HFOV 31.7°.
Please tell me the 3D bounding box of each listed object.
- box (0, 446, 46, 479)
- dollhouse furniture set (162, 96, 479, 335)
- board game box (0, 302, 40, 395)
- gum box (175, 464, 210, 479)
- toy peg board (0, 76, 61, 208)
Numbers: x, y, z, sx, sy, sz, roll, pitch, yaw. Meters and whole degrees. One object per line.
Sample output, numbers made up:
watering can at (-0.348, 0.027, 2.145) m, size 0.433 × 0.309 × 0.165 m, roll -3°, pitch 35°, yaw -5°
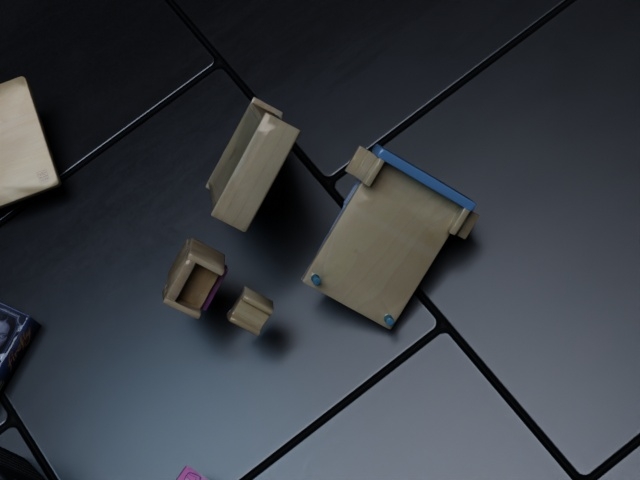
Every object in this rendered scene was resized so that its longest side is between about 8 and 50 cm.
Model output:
box at (-0.350, 0.448, 1.230) m, size 0.395 × 0.212 × 0.293 m, roll 39°, pitch 80°, yaw 23°
dollhouse furniture set at (0.000, 0.000, 1.427) m, size 0.303 × 0.198 × 0.286 m, roll 28°, pitch 98°, yaw -12°
board game box at (-0.512, 0.131, 1.478) m, size 0.243 × 0.042 × 0.165 m, roll 21°, pitch 74°, yaw 17°
gum box at (-0.113, 0.350, 1.292) m, size 0.188 × 0.062 × 0.107 m, roll 26°, pitch 73°, yaw 30°
toy peg board at (-0.447, -0.118, 1.559) m, size 0.161 × 0.079 × 0.160 m, roll -20°, pitch 82°, yaw 3°
